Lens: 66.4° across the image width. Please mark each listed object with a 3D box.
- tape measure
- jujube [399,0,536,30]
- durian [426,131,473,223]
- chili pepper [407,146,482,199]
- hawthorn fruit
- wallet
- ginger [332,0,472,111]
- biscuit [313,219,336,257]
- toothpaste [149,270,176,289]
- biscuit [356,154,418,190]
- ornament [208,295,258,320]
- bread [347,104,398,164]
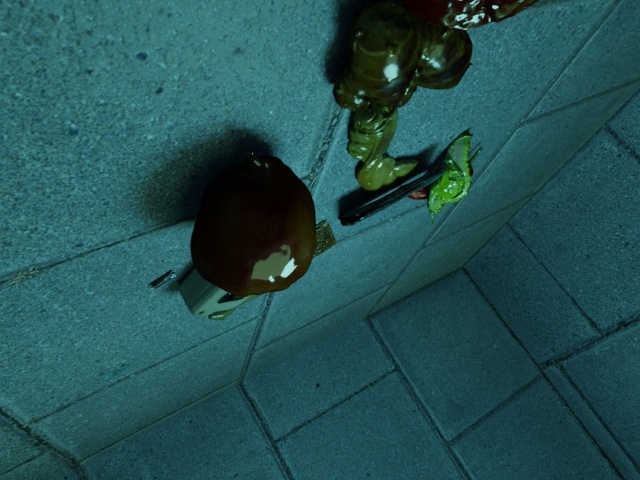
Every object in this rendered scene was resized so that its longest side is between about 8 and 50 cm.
[{"bbox_3d":[-0.278,0.115,1.480,0.258,0.130,0.265,-45,157,24],"label":"tape measure"},{"bbox_3d":[0.284,-0.495,0.768,0.376,0.276,0.276,-37,163,-26],"label":"jujube"},{"bbox_3d":[0.466,-0.208,1.765,0.132,0.107,0.375,5,122,-24],"label":"durian"},{"bbox_3d":[0.466,-0.226,1.870,0.368,0.092,0.137,-30,153,-12],"label":"chili pepper"},{"bbox_3d":[-0.150,-0.033,1.145,0.308,0.325,0.308,6,-178,0],"label":"hawthorn fruit"},{"bbox_3d":[0.243,-0.146,1.671,0.378,0.046,0.190,-27,-179,-8],"label":"wallet"},{"bbox_3d":[0.181,-0.369,1.026,0.357,0.153,0.274,-19,156,-29],"label":"ginger"},{"bbox_3d":[-0.010,0.005,1.771,0.131,0.026,0.237,-34,161,-3],"label":"biscuit"},{"bbox_3d":[-0.446,0.113,1.381,0.083,0.019,0.027,-33,136,-4],"label":"toothpaste"},{"bbox_3d":[0.202,-0.213,1.567,0.299,0.045,0.154,-5,147,-52],"label":"biscuit"},{"bbox_3d":[-0.306,0.205,1.735,0.230,0.061,0.245,-28,156,-10],"label":"ornament"},{"bbox_3d":[0.140,-0.275,1.286,0.128,0.088,0.232,-22,163,-7],"label":"bread"}]
